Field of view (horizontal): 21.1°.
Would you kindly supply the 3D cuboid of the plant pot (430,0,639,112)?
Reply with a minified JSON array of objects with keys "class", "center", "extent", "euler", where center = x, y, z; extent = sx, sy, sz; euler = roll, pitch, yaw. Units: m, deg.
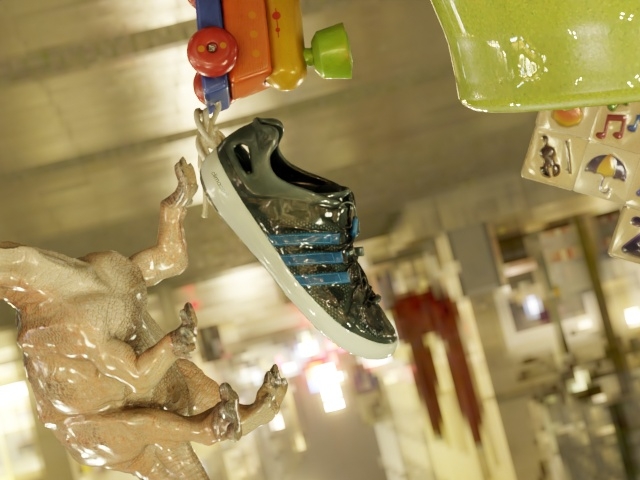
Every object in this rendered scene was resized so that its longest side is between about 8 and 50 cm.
[{"class":"plant pot","center":[0.177,-0.262,1.020],"extent":[0.366,0.353,0.366],"euler":[-7,-173,1]}]

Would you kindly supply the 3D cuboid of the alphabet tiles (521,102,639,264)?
[{"class":"alphabet tiles","center":[0.274,-0.070,1.235],"extent":[0.237,0.198,0.009],"euler":[16,-164,1]}]

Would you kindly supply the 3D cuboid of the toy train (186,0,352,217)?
[{"class":"toy train","center":[-0.037,-0.143,1.422],"extent":[0.143,0.248,0.105],"euler":[-6,167,-2]}]

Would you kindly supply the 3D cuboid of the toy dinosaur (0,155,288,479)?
[{"class":"toy dinosaur","center":[-0.147,0.079,1.073],"extent":[0.200,0.296,0.127],"euler":[-17,-157,17]}]

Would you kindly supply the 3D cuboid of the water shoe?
[{"class":"water shoe","center":[0.000,0.000,1.254],"extent":[0.080,0.203,0.073],"euler":[-40,-171,15]}]
